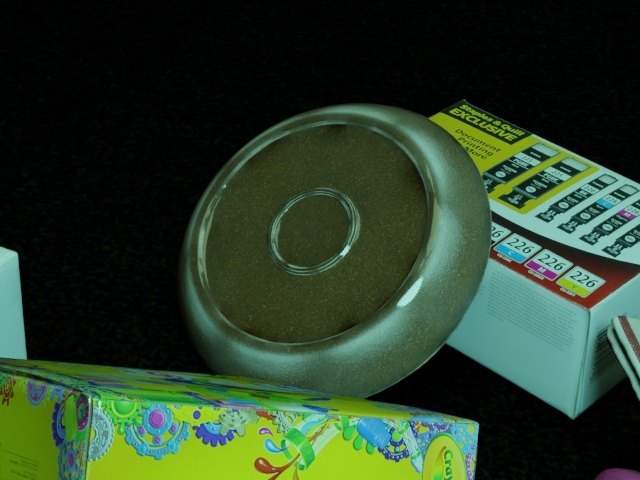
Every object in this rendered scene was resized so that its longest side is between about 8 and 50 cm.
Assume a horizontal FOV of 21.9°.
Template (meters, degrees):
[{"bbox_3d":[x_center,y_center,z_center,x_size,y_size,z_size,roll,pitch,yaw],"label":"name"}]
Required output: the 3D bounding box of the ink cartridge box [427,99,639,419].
[{"bbox_3d":[0.207,-0.006,1.595,0.309,0.130,0.272,29,43,33],"label":"ink cartridge box"}]

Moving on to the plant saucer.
[{"bbox_3d":[0.000,0.000,1.502,0.310,0.050,0.311,-11,60,20],"label":"plant saucer"}]

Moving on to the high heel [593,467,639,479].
[{"bbox_3d":[0.225,0.308,1.155,0.181,0.127,0.377,-3,37,-20],"label":"high heel"}]

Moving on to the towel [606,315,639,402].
[{"bbox_3d":[0.403,0.172,1.347,0.329,0.037,0.237,14,31,-20],"label":"towel"}]

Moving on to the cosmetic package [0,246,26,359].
[{"bbox_3d":[-0.367,0.095,1.337,0.224,0.224,0.138,20,39,23],"label":"cosmetic package"}]

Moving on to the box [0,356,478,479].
[{"bbox_3d":[-0.096,0.180,1.106,0.279,0.177,0.290,7,-2,-32],"label":"box"}]
